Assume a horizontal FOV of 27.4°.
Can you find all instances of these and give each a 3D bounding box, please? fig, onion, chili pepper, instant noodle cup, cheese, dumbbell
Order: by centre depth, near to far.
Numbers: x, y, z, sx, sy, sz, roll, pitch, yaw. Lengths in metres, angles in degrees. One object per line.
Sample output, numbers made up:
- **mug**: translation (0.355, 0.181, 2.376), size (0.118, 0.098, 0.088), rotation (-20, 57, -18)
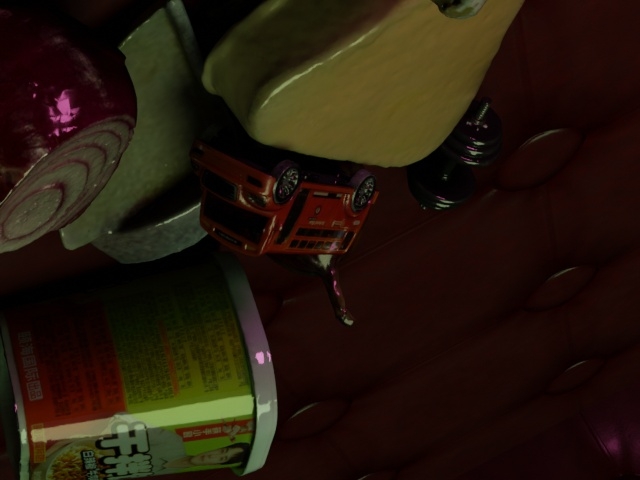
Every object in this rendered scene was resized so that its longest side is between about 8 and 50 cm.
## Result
- **onion**: translation (-0.290, -0.117, 1.166), size (0.206, 0.207, 0.216), rotation (-51, 177, 14)
- **chili pepper**: translation (-0.079, -0.247, 1.316), size (0.083, 0.017, 0.030), rotation (-37, 151, 10)
- **cheese**: translation (0.046, -0.199, 1.344), size (0.384, 0.104, 0.384), rotation (-32, 157, -16)
- **fig**: translation (-0.018, -0.022, 1.600), size (0.149, 0.202, 0.148), rotation (4, 140, 14)
- **instant noodle cup**: translation (-0.243, 0.177, 1.652), size (0.307, 0.294, 0.294), rotation (-9, 148, -19)
- **dumbbell**: translation (0.171, -0.109, 1.682), size (0.099, 0.099, 0.208), rotation (-10, 148, -30)

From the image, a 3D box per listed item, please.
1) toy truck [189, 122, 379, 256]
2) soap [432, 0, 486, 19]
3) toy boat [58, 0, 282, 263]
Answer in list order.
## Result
- **toy truck**: translation (-0.043, -0.045, 1.388), size (0.252, 0.107, 0.114), rotation (1, 115, -61)
- **soap**: translation (0.161, -0.379, 1.018), size (0.156, 0.293, 0.335), rotation (28, 130, -12)
- **toy boat**: translation (-0.178, -0.100, 1.384), size (0.276, 0.111, 0.293), rotation (-47, 143, 5)
